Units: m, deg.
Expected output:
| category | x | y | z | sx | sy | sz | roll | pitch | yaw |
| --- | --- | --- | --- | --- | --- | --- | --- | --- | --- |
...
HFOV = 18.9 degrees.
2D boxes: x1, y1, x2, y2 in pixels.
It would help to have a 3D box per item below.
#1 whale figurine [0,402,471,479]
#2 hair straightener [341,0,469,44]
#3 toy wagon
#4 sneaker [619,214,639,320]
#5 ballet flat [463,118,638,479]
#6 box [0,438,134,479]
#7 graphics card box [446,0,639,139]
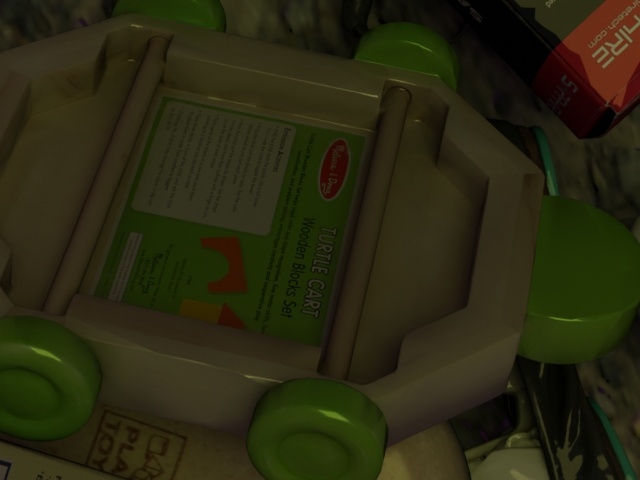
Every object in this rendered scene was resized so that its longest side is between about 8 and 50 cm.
| category | x | y | z | sx | sy | sz | roll | pitch | yaw |
| --- | --- | --- | --- | --- | --- | --- | --- | --- | --- |
| whale figurine | -0.061 | 0.116 | 0.913 | 0.272 | 0.141 | 0.216 | 16 | 82 | 12 |
| hair straightener | 0.069 | -0.189 | 0.988 | 0.089 | 0.047 | 0.230 | 17 | 77 | -13 |
| toy wagon | 0.000 | 0.000 | 0.856 | 0.344 | 0.068 | 0.267 | 13 | 43 | 2 |
| sneaker | 0.281 | -0.034 | 1.012 | 0.292 | 0.110 | 0.118 | -35 | 87 | -14 |
| ballet flat | 0.098 | 0.079 | 0.966 | 0.096 | 0.095 | 0.280 | -15 | 80 | -5 |
| box | -0.216 | 0.110 | 0.758 | 0.213 | 0.243 | 0.117 | 14 | 81 | 24 |
| graphics card box | 0.087 | -0.258 | 0.926 | 0.233 | 0.094 | 0.371 | -44 | 86 | -5 |
